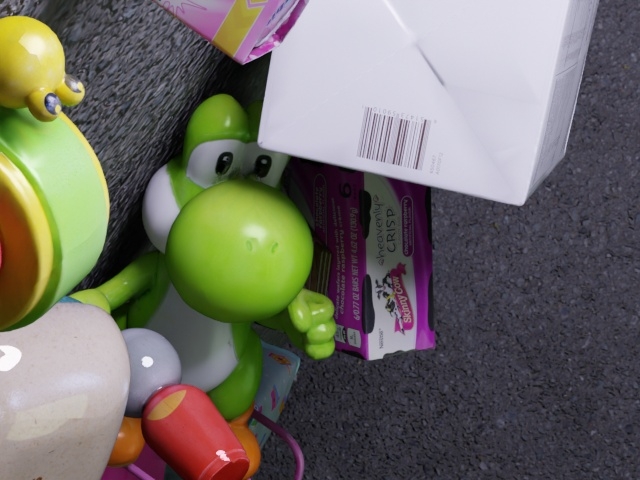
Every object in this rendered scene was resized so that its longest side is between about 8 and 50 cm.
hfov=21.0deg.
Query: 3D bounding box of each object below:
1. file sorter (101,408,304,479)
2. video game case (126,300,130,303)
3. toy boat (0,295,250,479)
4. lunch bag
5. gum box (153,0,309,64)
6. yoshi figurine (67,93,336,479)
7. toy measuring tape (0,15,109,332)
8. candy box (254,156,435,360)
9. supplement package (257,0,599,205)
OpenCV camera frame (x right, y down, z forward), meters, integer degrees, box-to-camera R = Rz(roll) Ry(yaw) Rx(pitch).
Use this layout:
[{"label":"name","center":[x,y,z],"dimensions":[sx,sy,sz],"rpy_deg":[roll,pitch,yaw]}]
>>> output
[{"label":"file sorter","center":[-0.176,0.268,1.546],"dimensions":[0.290,0.182,0.202],"rpy_deg":[-34,146,-44]},{"label":"video game case","center":[-0.197,0.107,1.681],"dimensions":[0.173,0.022,0.190],"rpy_deg":[-56,174,29]},{"label":"toy boat","center":[-0.194,0.132,1.173],"dimensions":[0.318,0.148,0.267],"rpy_deg":[-4,132,-50]},{"label":"lunch bag","center":[-0.160,0.253,2.180],"dimensions":[0.262,0.160,0.223],"rpy_deg":[-62,173,21]},{"label":"gum box","center":[-0.025,-0.196,0.841],"dimensions":[0.188,0.107,0.062],"rpy_deg":[-57,174,25]},{"label":"yoshi figurine","center":[-0.095,0.060,1.378],"dimensions":[0.203,0.203,0.362],"rpy_deg":[-28,146,-42]},{"label":"toy measuring tape","center":[-0.186,0.028,0.849],"dimensions":[0.330,0.121,0.121],"rpy_deg":[-58,173,36]},{"label":"candy box","center":[0.000,0.000,1.442],"dimensions":[0.071,0.159,0.233],"rpy_deg":[-8,-169,-31]},{"label":"supplement package","center":[0.096,-0.158,1.298],"dimensions":[0.262,0.199,0.198],"rpy_deg":[-36,138,-72]}]
